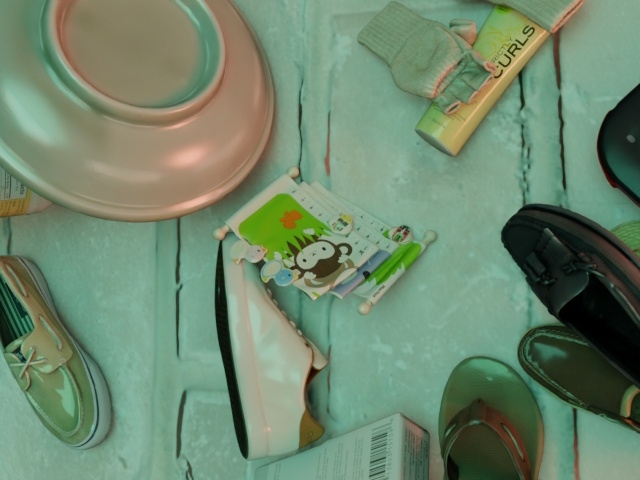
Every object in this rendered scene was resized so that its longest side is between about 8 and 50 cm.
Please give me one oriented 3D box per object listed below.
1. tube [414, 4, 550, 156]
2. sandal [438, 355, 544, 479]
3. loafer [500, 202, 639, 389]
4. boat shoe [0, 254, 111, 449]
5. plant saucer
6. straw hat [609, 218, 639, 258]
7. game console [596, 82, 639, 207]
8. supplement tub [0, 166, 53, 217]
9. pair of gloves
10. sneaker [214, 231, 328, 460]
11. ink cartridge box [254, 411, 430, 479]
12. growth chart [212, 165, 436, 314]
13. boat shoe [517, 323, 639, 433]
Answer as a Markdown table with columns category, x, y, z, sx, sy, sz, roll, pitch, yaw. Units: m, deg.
| category | x | y | z | sx | sy | sz | roll | pitch | yaw |
| --- | --- | --- | --- | --- | --- | --- | --- | --- | --- |
| tube | 0.205 | -0.216 | 1.095 | 0.070 | 0.062 | 0.240 | 36 | 90 | -16 |
| sandal | 0.179 | 0.244 | 0.967 | 0.120 | 0.086 | 0.302 | 2 | 44 | 12 |
| loafer | 0.299 | 0.065 | 0.964 | 0.095 | 0.109 | 0.302 | -27 | 51 | -28 |
| boat shoe | -0.390 | 0.152 | 1.222 | 0.109 | 0.094 | 0.302 | -37 | 74 | 11 |
| plant saucer | -0.229 | -0.223 | 1.083 | 0.100 | 0.401 | 0.400 | -41 | 66 | 57 |
| straw hat | 0.368 | 0.042 | 1.007 | 0.145 | 0.061 | 0.144 | -2 | 83 | 18 |
| game console | 0.534 | -0.086 | 0.960 | 0.342 | 0.060 | 0.386 | -44 | 73 | 5 |
| supplement tub | -0.462 | -0.141 | 1.133 | 0.241 | 0.332 | 0.240 | 25 | 120 | 56 |
| pair of gloves | 0.174 | -0.275 | 1.086 | 0.240 | 0.042 | 0.204 | -40 | 53 | 6 |
| sneaker | -0.062 | 0.124 | 1.135 | 0.123 | 0.106 | 0.290 | -7 | 71 | -16 |
| ink cartridge box | 0.010 | 0.355 | 1.012 | 0.239 | 0.060 | 0.275 | -30 | 36 | 34 |
| growth chart | 0.000 | 0.000 | 1.115 | 0.237 | 0.021 | 0.172 | 28 | 60 | 20 |
| boat shoe | 0.337 | 0.159 | 0.984 | 0.258 | 0.095 | 0.095 | 22 | 90 | 19 |
